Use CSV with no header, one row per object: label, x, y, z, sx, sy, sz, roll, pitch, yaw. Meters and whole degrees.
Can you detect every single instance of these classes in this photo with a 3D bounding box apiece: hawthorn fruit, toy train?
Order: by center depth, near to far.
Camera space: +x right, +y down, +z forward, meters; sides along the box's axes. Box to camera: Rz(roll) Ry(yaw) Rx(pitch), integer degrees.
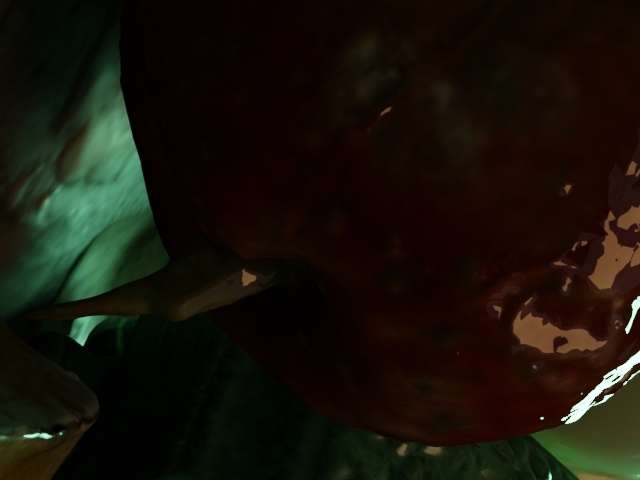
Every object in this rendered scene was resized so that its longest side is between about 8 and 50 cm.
hawthorn fruit,0.058,-0.055,0.619,0.258,0.258,0.262,117,-5,-48
toy train,-0.011,0.135,0.831,0.238,0.299,0.167,-19,-140,42

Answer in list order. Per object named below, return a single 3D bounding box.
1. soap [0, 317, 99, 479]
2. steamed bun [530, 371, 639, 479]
soap,-0.204,0.144,0.608,0.274,0.089,0.173,-52,171,6
steamed bun,0.172,-0.055,0.908,0.374,0.334,0.334,-29,162,-21
